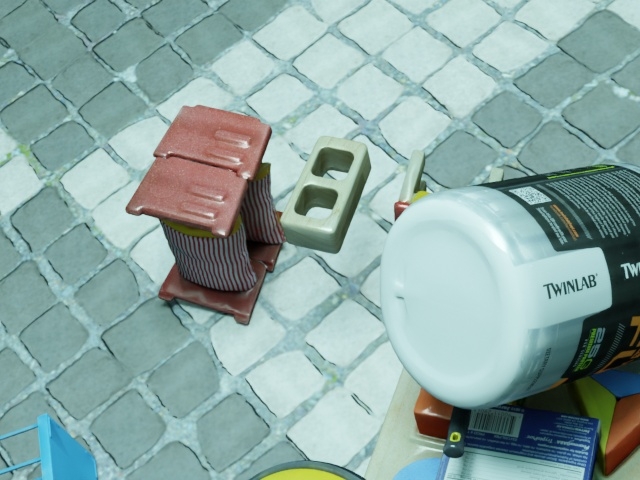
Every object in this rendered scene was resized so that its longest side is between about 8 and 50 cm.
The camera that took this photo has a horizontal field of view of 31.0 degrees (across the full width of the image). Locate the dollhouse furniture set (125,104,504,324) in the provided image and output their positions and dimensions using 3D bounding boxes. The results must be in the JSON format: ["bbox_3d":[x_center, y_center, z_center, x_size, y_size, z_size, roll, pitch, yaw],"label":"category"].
[{"bbox_3d":[0.000,0.000,1.254,0.374,0.201,0.152,14,60,15],"label":"dollhouse furniture set"}]

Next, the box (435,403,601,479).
[{"bbox_3d":[0.163,0.247,1.023,0.136,0.036,0.225,7,47,19],"label":"box"}]

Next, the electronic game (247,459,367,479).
[{"bbox_3d":[-0.013,0.321,1.072,0.229,0.048,0.229,-5,78,26],"label":"electronic game"}]

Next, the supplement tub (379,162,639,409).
[{"bbox_3d":[0.226,0.031,1.068,0.316,0.193,0.193,-11,45,-36],"label":"supplement tub"}]

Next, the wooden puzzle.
[{"bbox_3d":[0.201,0.224,1.111,0.322,0.080,0.348,10,59,20],"label":"wooden puzzle"}]

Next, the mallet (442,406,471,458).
[{"bbox_3d":[0.148,0.139,1.088,0.062,0.039,0.190,1,31,7],"label":"mallet"}]

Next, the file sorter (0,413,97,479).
[{"bbox_3d":[-0.291,0.288,1.173,0.104,0.118,0.170,-19,54,5],"label":"file sorter"}]
